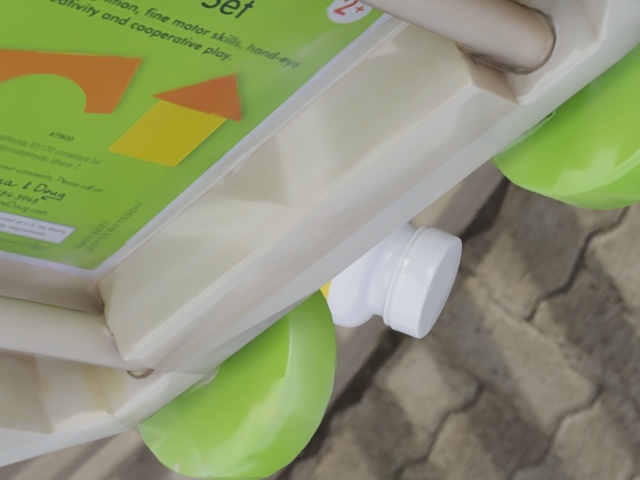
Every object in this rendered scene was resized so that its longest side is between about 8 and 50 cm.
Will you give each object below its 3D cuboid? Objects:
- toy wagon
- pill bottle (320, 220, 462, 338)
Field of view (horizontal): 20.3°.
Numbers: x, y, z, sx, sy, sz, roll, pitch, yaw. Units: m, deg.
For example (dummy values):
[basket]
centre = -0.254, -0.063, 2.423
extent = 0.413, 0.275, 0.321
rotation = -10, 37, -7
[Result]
[toy wagon]
centre = -0.040, -0.051, 0.291
extent = 0.344, 0.267, 0.068
rotation = -39, 56, 30
[pill bottle]
centre = 0.000, 0.000, 0.788
extent = 0.116, 0.065, 0.065
rotation = 22, 119, 16
